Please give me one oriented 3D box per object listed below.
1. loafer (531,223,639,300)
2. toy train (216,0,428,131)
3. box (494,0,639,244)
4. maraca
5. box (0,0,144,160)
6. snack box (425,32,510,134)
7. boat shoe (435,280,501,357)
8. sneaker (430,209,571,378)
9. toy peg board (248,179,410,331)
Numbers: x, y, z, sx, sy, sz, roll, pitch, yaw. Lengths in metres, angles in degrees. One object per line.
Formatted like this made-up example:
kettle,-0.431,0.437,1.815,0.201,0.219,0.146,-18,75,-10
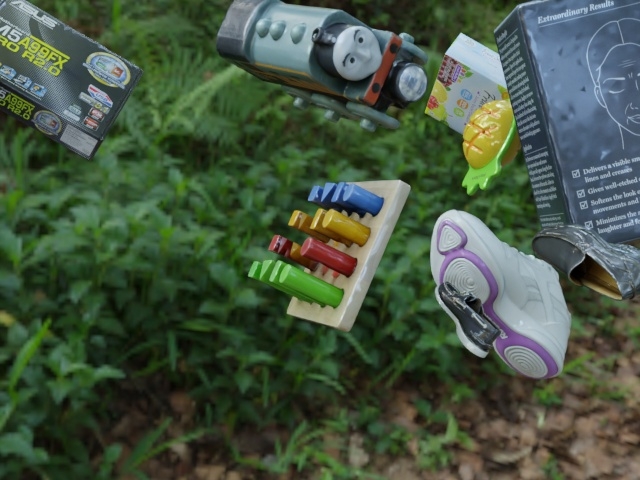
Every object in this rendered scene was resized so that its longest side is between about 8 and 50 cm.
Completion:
loafer,0.306,0.025,1.333,0.061,0.062,0.170,-29,30,-31
toy train,-0.001,-0.250,1.574,0.190,0.142,0.334,23,1,-36
box,0.475,-0.199,1.829,0.294,0.395,0.212,-13,0,-2
maraca,0.297,-0.165,2.010,0.099,0.185,0.127,26,-21,-18
box,-0.460,-0.282,1.952,0.270,0.060,0.216,31,42,-11
snack box,0.310,-0.283,2.243,0.174,0.207,0.070,32,65,8
boat shoe,0.162,0.078,1.260,0.046,0.038,0.125,30,19,-25
sneaker,0.266,0.059,1.676,0.114,0.305,0.152,-13,34,44
toy peg board,0.000,0.000,1.200,0.079,0.160,0.161,26,-7,-20
